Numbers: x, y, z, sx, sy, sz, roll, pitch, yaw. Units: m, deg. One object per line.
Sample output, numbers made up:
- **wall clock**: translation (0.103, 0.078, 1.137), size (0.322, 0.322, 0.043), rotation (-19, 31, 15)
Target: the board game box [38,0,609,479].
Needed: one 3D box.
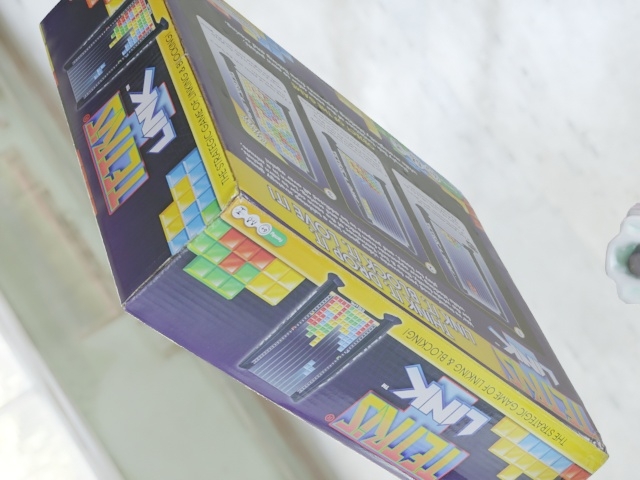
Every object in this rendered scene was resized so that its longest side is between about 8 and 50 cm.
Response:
- **board game box**: translation (0.000, 0.000, 0.547), size (0.170, 0.048, 0.141), rotation (36, -159, -37)

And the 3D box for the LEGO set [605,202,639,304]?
- **LEGO set**: translation (0.130, 0.131, 0.508), size (0.132, 0.107, 0.287), rotation (15, 103, 24)
